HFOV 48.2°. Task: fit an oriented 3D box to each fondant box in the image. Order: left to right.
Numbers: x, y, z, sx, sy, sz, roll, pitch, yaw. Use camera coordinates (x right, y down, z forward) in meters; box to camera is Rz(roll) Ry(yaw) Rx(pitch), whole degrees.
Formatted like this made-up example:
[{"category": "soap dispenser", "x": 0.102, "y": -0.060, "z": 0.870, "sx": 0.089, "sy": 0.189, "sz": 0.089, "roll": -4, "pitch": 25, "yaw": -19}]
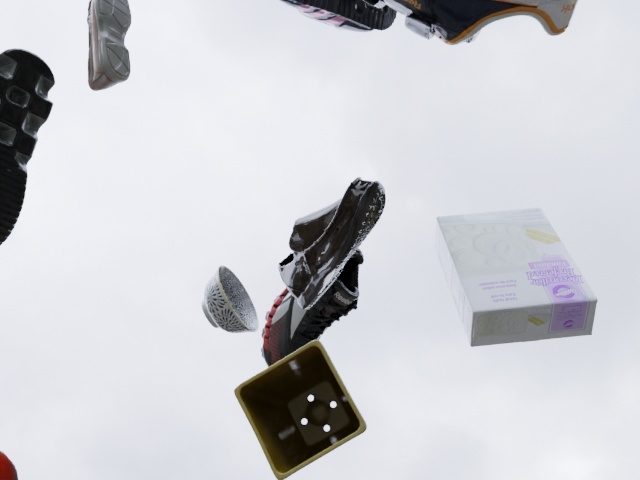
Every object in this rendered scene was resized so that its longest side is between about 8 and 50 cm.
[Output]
[{"category": "fondant box", "x": 0.385, "y": 0.064, "z": 1.465, "sx": 0.238, "sy": 0.330, "sz": 0.096, "roll": -5, "pitch": -54, "yaw": -2}]

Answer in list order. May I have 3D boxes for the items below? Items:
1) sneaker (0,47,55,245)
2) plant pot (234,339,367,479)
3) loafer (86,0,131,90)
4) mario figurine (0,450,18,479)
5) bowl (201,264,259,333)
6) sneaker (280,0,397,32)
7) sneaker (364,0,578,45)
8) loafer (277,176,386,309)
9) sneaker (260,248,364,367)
[{"category": "sneaker", "x": -0.470, "y": -0.094, "z": 0.963, "sx": 0.146, "sy": 0.330, "sz": 0.122, "roll": -6, "pitch": -32, "yaw": 42}, {"category": "plant pot", "x": -0.009, "y": 0.142, "z": 0.593, "sx": 0.081, "sy": 0.081, "sz": 0.083, "roll": -31, "pitch": -20, "yaw": 2}, {"category": "loafer", "x": -0.212, "y": -0.201, "z": 0.697, "sx": 0.039, "sy": 0.125, "sz": 0.045, "roll": -23, "pitch": -30, "yaw": 25}, {"category": "mario figurine", "x": -0.141, "y": 0.204, "z": 0.335, "sx": 0.170, "sy": 0.320, "sz": 0.198, "roll": -44, "pitch": -33, "yaw": -14}, {"category": "bowl", "x": -0.217, "y": 0.148, "z": 1.616, "sx": 0.080, "sy": 0.170, "sz": 0.170, "roll": -28, "pitch": -56, "yaw": 8}, {"category": "sneaker", "x": -0.036, "y": -0.371, "z": 1.018, "sx": 0.319, "sy": 0.131, "sz": 0.112, "roll": 15, "pitch": -90, "yaw": -44}, {"category": "sneaker", "x": 0.103, "y": -0.268, "z": 0.724, "sx": 0.321, "sy": 0.126, "sz": 0.127, "roll": 12, "pitch": -49, "yaw": 25}, {"category": "loafer", "x": 0.000, "y": 0.000, "z": 0.826, "sx": 0.078, "sy": 0.080, "sz": 0.220, "roll": 39, "pitch": -45, "yaw": 6}, {"category": "sneaker", "x": -0.009, "y": 0.111, "z": 1.219, "sx": 0.098, "sy": 0.135, "sz": 0.276, "roll": 28, "pitch": -95, "yaw": -41}]
